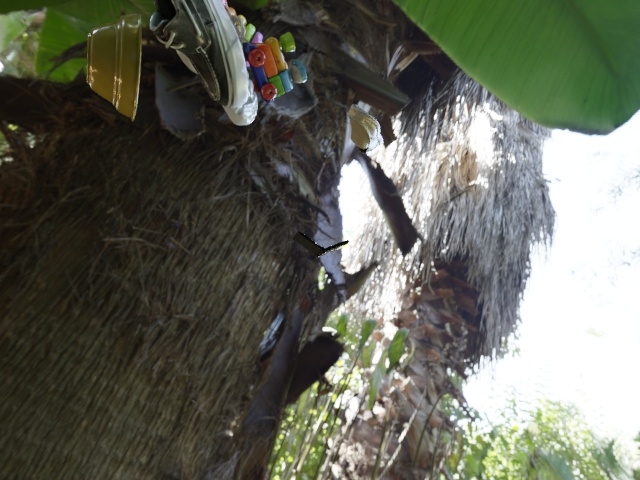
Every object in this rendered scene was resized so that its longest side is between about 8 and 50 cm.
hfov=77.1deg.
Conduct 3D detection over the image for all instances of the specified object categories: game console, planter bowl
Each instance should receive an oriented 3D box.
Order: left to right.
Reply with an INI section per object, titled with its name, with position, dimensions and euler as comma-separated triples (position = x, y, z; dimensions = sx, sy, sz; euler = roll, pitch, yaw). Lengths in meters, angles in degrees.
[planter bowl]
position = -0.425, -0.362, 0.820
dimensions = 0.090, 0.217, 0.217
euler = 2, -29, -30
[game console]
position = 0.000, 0.000, 0.975
dimensions = 0.122, 0.107, 0.071
euler = 143, -75, -77

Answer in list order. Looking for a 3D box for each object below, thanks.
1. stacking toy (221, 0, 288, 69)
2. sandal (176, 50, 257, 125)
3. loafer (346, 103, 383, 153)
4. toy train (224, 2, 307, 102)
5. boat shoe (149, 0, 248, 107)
[stacking toy]
position = -0.229, -0.576, 1.172
dimensions = 0.301, 0.166, 0.175
euler = 25, -63, -17
[sandal]
position = -0.264, -0.433, 0.863
dimensions = 0.102, 0.169, 0.416
euler = -7, -53, 20
[loafer]
position = 0.148, -0.369, 1.380
dimensions = 0.102, 0.092, 0.268
euler = 44, 6, 24
[toy train]
position = -0.131, -0.501, 1.039
dimensions = 0.105, 0.143, 0.248
euler = 51, -15, 50
[boat shoe]
position = -0.225, -0.363, 0.651
dimensions = 0.121, 0.119, 0.335
euler = 30, -30, 42
